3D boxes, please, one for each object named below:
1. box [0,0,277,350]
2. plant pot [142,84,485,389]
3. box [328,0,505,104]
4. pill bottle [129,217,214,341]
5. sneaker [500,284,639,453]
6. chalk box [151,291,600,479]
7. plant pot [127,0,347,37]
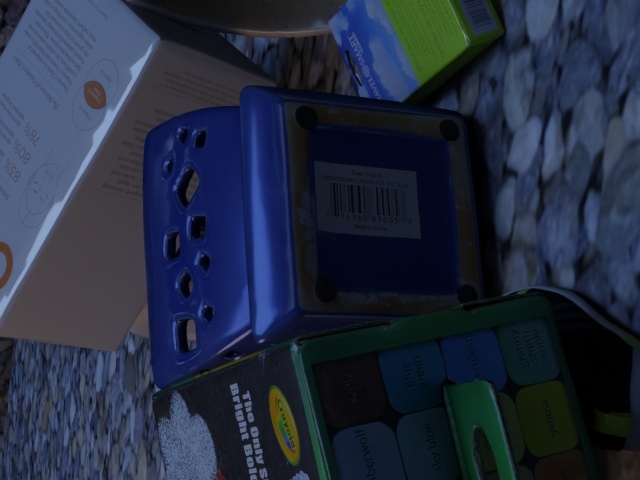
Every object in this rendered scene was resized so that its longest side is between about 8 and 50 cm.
[{"bbox_3d":[-0.240,-0.090,1.306,0.215,0.168,0.345,45,109,37],"label":"box"},{"bbox_3d":[0.000,0.000,1.032,0.212,0.236,0.235,-27,63,59],"label":"plant pot"},{"bbox_3d":[0.076,-0.180,1.057,0.109,0.042,0.178,67,153,6],"label":"box"},{"bbox_3d":[-0.153,-0.054,1.457,0.181,0.182,0.322,139,129,-61],"label":"pill bottle"},{"bbox_3d":[0.148,0.079,0.832,0.235,0.097,0.084,-160,74,-67],"label":"sneaker"},{"bbox_3d":[0.046,0.141,0.744,0.289,0.179,0.180,-25,75,59],"label":"chalk box"},{"bbox_3d":[-0.050,-0.395,1.113,0.334,0.334,0.305,145,135,-63],"label":"plant pot"}]
